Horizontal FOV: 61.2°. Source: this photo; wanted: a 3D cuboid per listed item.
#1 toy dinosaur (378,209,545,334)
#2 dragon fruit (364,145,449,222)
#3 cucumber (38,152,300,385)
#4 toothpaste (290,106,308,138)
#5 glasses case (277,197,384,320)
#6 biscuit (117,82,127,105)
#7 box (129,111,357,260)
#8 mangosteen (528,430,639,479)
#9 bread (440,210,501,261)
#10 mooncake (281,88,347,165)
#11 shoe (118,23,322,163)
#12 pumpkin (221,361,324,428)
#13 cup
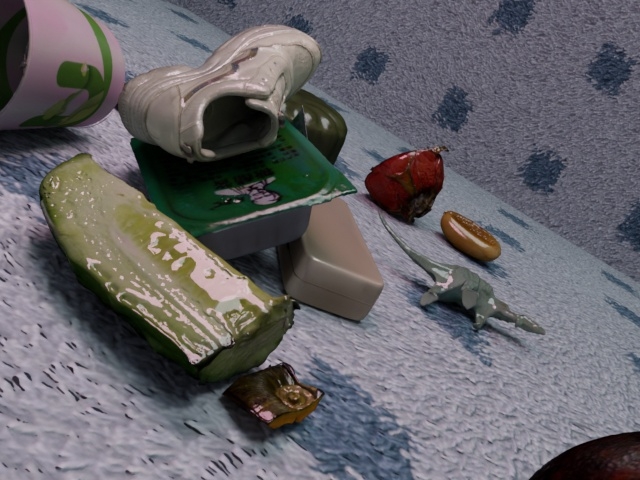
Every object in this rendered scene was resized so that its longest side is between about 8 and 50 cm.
[{"bbox_3d":[0.251,0.082,1.049,0.393,0.092,0.205,35,21,19],"label":"toy dinosaur"},{"bbox_3d":[0.240,-0.129,1.438,0.224,0.218,0.148,-13,69,-4],"label":"dragon fruit"},{"bbox_3d":[-0.191,0.029,0.592,0.325,0.105,0.145,37,48,19],"label":"cucumber"},{"bbox_3d":[-0.064,-0.155,1.019,0.048,0.074,0.297,-4,-11,-18],"label":"toothpaste"},{"bbox_3d":[0.000,0.000,0.933,0.144,0.076,0.336,23,21,-18],"label":"glasses case"},{"bbox_3d":[-0.345,-0.253,1.132,0.322,0.038,0.099,38,25,20],"label":"biscuit"},{"bbox_3d":[-0.132,-0.086,0.839,0.264,0.106,0.336,-16,40,-17],"label":"box"},{"bbox_3d":[0.249,0.278,0.363,0.288,0.288,0.288,25,21,-10],"label":"mangosteen"},{"bbox_3d":[0.403,-0.006,1.478,0.189,0.077,0.114,37,42,17],"label":"bread"},{"bbox_3d":[-0.096,-0.282,1.319,0.351,0.187,0.351,25,18,-9],"label":"mooncake"},{"bbox_3d":[-0.106,-0.212,0.820,0.342,0.132,0.210,-31,48,-26],"label":"shoe"},{"bbox_3d":[-0.049,0.163,0.557,0.073,0.035,0.101,29,21,34],"label":"pumpkin"},{"bbox_3d":[-0.441,-0.267,0.783,0.253,0.253,0.274,31,12,5],"label":"cup"}]
